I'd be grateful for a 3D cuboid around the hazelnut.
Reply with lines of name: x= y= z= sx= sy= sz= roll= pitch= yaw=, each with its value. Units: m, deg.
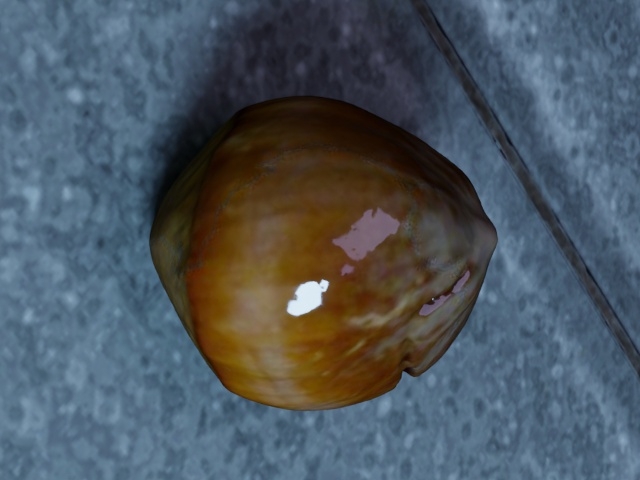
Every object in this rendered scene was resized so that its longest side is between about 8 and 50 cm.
hazelnut: x=0.000 y=0.000 z=0.893 sx=0.182 sy=0.182 sz=0.182 roll=-2 pitch=93 yaw=-40
